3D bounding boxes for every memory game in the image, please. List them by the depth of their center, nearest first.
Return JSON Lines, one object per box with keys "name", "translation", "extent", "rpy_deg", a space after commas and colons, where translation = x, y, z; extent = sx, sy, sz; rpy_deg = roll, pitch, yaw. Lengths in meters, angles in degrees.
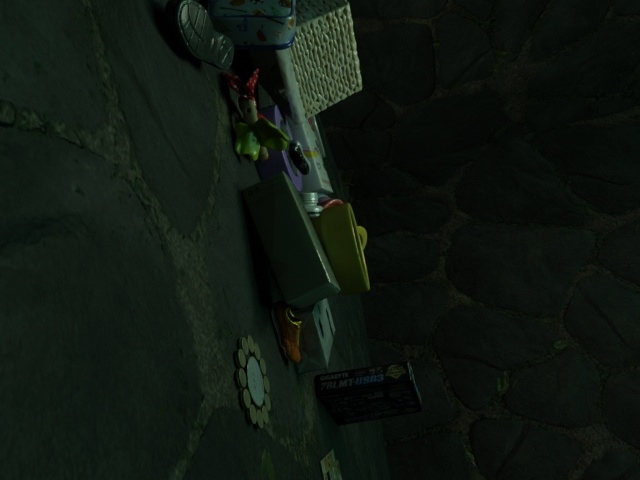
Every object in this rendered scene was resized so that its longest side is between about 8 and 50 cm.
{"name": "memory game", "translation": [-0.134, 0.280, 1.109], "extent": [0.186, 0.012, 0.186], "rpy_deg": [-14, 90, -82]}

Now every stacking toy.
{"name": "stacking toy", "translation": [0.000, 0.000, 1.955], "extent": [0.279, 0.130, 0.309], "rpy_deg": [-54, 138, -15]}

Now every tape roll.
{"name": "tape roll", "translation": [-0.137, -0.275, 1.725], "extent": [0.275, 0.090, 0.274], "rpy_deg": [-13, 90, -81]}

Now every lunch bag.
{"name": "lunch bag", "translation": [-0.186, -0.618, 1.473], "extent": [0.115, 0.243, 0.303], "rpy_deg": [91, -4, -48]}

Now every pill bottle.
{"name": "pill bottle", "translation": [-0.046, -0.039, 1.729], "extent": [0.117, 0.117, 0.214], "rpy_deg": [-25, 113, -82]}

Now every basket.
{"name": "basket", "translation": [-0.070, -0.611, 1.745], "extent": [0.328, 0.266, 0.331], "rpy_deg": [53, -12, 39]}

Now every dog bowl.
{"name": "dog bowl", "translation": [-0.065, -0.496, 2.414], "extent": [0.349, 0.102, 0.348], "rpy_deg": [-16, 90, -87]}

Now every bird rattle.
{"name": "bird rattle", "translation": [-0.191, -0.321, 1.493], "extent": [0.207, 0.143, 0.253], "rpy_deg": [88, -21, -71]}

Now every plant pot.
{"name": "plant pot", "translation": [-0.004, 0.043, 1.566], "extent": [0.254, 0.239, 0.253], "rpy_deg": [-13, 90, -82]}

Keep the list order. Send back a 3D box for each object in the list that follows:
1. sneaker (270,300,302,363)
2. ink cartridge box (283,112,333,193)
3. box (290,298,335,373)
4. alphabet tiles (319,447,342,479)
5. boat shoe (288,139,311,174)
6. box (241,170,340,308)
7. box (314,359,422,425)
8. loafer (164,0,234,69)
{"name": "sneaker", "translation": [-0.074, 0.233, 1.397], "extent": [0.064, 0.068, 0.175], "rpy_deg": [-86, 162, -70]}
{"name": "ink cartridge box", "translation": [-0.072, -0.300, 1.973], "extent": [0.226, 0.131, 0.306], "rpy_deg": [-7, 79, -79]}
{"name": "box", "translation": [-0.027, 0.245, 1.620], "extent": [0.290, 0.087, 0.169], "rpy_deg": [-62, 138, -78]}
{"name": "alphabet tiles", "translation": [0.041, 0.711, 1.594], "extent": [0.237, 0.009, 0.198], "rpy_deg": [42, 35, -75]}
{"name": "boat shoe", "translation": [-0.067, -0.244, 1.695], "extent": [0.142, 0.049, 0.040], "rpy_deg": [64, 34, -50]}
{"name": "box", "translation": [-0.072, 0.003, 1.390], "extent": [0.148, 0.121, 0.311], "rpy_deg": [50, 16, -71]}
{"name": "box", "translation": [0.160, 0.488, 1.763], "extent": [0.293, 0.296, 0.073], "rpy_deg": [64, 17, -52]}
{"name": "loafer", "translation": [-0.272, -0.435, 1.191], "extent": [0.267, 0.084, 0.096], "rpy_deg": [15, 93, -77]}
